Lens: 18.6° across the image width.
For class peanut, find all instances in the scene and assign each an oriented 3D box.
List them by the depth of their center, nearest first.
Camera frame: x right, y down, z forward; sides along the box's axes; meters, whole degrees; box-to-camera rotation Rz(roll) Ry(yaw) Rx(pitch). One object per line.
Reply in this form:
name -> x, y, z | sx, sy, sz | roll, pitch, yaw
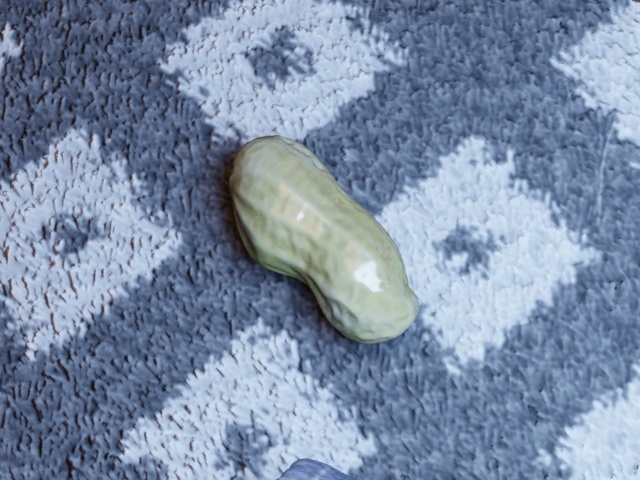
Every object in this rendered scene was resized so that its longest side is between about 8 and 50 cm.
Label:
peanut -> 0.000, 0.000, 1.666 | 0.098, 0.090, 0.214 | -39, 73, -21

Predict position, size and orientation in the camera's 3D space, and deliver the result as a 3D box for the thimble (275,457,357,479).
thimble -> -0.008, 0.253, 1.558 | 0.098, 0.150, 0.150 | 27, 76, 12
